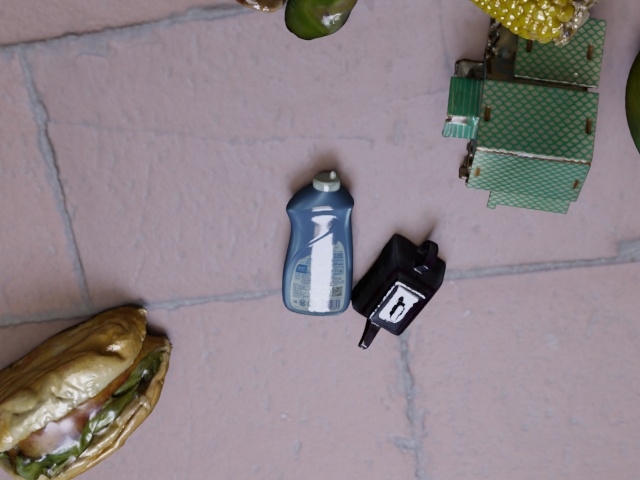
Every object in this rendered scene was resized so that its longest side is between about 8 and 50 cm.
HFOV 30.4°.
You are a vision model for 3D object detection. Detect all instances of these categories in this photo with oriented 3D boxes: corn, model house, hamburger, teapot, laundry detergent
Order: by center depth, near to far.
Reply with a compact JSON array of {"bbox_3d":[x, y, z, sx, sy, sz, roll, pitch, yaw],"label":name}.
[{"bbox_3d":[0.169,-0.328,1.316,0.305,0.106,0.106,37,117,10],"label":"corn"},{"bbox_3d":[0.235,-0.137,1.388,0.178,0.206,0.271,9,118,0],"label":"model house"},{"bbox_3d":[0.000,0.000,1.564,0.097,0.061,0.206,9,118,9],"label":"laundry detergent"},{"bbox_3d":[0.103,0.074,1.573,0.087,0.096,0.177,31,116,-10],"label":"teapot"},{"bbox_3d":[-0.367,0.245,1.648,0.330,0.209,0.162,-25,112,19],"label":"hamburger"}]

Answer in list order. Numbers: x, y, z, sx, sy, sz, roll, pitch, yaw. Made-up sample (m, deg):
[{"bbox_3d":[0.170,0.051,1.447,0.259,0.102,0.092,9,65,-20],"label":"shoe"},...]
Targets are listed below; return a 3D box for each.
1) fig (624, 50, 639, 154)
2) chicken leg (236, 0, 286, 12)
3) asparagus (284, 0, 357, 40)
[{"bbox_3d":[0.445,-0.153,1.384,0.181,0.191,0.181,8,153,4],"label":"fig"},{"bbox_3d":[-0.034,-0.454,1.270,0.295,0.182,0.409,-11,114,-14],"label":"chicken leg"},{"bbox_3d":[0.044,-0.331,1.304,0.082,0.085,0.343,62,151,11],"label":"asparagus"}]
